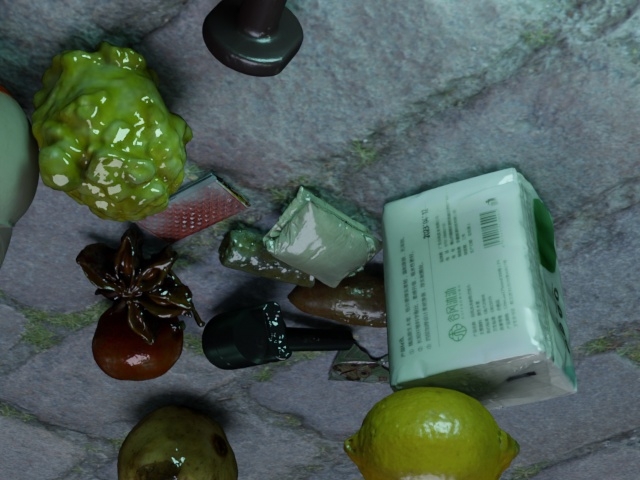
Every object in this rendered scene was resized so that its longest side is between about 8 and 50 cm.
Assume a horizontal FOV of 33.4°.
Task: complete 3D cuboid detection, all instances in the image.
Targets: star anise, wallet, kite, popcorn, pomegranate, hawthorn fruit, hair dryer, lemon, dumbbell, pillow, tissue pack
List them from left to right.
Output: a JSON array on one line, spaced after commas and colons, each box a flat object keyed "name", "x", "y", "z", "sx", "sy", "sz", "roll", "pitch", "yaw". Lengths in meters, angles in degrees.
[{"name": "popcorn", "x": -0.300, "y": -0.136, "z": 1.534, "sx": 0.242, "sy": 0.250, "sz": 0.235, "roll": 29, "pitch": 128, "yaw": -34}, {"name": "star anise", "x": -0.329, "y": 0.076, "z": 1.920, "sx": 0.190, "sy": 0.126, "sz": 0.220, "roll": -15, "pitch": 118, "yaw": 10}, {"name": "hawthorn fruit", "x": -0.338, "y": 0.192, "z": 2.042, "sx": 0.188, "sy": 0.169, "sz": 0.169, "roll": -8, "pitch": 143, "yaw": 26}, {"name": "pomegranate", "x": -0.324, "y": 0.505, "z": 2.385, "sx": 0.281, "sy": 0.281, "sz": 0.281, "roll": 1, "pitch": 143, "yaw": 1}, {"name": "wallet", "x": -0.224, "y": -0.051, "z": 1.835, "sx": 0.196, "sy": 0.020, "sz": 0.103, "roll": -25, "pitch": 135, "yaw": 31}, {"name": "dumbbell", "x": -0.065, "y": -0.327, "z": 1.358, "sx": 0.124, "sy": 0.140, "sz": 0.225, "roll": 31, "pitch": 142, "yaw": 3}, {"name": "hair dryer", "x": -0.045, "y": 0.183, "z": 2.035, "sx": 0.302, "sy": 0.116, "sz": 0.244, "roll": 2, "pitch": 171, "yaw": -28}, {"name": "pillow", "x": 0.000, "y": 0.000, "z": 1.825, "sx": 0.181, "sy": 0.078, "sz": 0.134, "roll": 32, "pitch": 113, "yaw": -32}, {"name": "kite", "x": 0.120, "y": 0.256, "z": 2.236, "sx": 0.250, "sy": 0.012, "sz": 0.229, "roll": -23, "pitch": 140, "yaw": 29}, {"name": "lemon", "x": 0.162, "y": 0.307, "z": 1.564, "sx": 0.257, "sy": 0.188, "sz": 0.188, "roll": 2, "pitch": 143, "yaw": 5}, {"name": "tissue pack", "x": 0.247, "y": 0.087, "z": 1.721, "sx": 0.266, "sy": 0.356, "sz": 0.194, "roll": -16, "pitch": 143, "yaw": 22}]

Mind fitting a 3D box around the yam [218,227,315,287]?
[{"name": "yam", "x": -0.090, "y": 0.031, "z": 1.893, "sx": 0.179, "sy": 0.078, "sz": 0.078, "roll": 16, "pitch": 141, "yaw": -18}]

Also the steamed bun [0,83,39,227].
[{"name": "steamed bun", "x": -0.575, "y": -0.153, "z": 1.498, "sx": 0.374, "sy": 0.241, "sz": 0.374, "roll": 11, "pitch": 176, "yaw": 1}]

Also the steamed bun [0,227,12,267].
[{"name": "steamed bun", "x": -0.645, "y": -0.018, "z": 1.793, "sx": 0.242, "sy": 0.146, "sz": 0.164, "roll": 20, "pitch": 143, "yaw": -20}]

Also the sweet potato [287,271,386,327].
[{"name": "sweet potato", "x": 0.132, "y": 0.113, "z": 1.972, "sx": 0.385, "sy": 0.109, "sz": 0.109, "roll": 4, "pitch": 143, "yaw": -5}]
